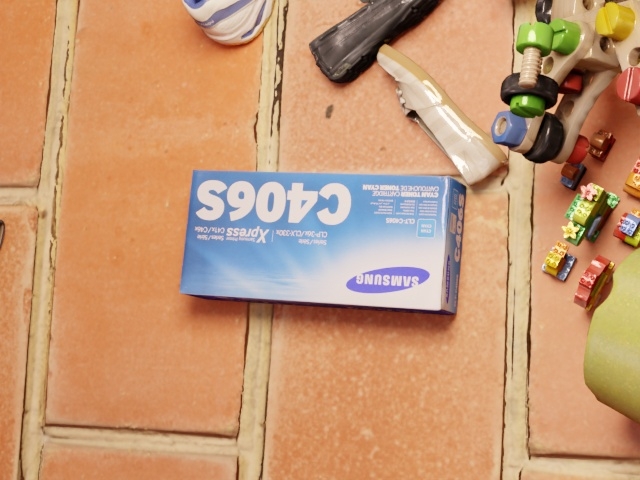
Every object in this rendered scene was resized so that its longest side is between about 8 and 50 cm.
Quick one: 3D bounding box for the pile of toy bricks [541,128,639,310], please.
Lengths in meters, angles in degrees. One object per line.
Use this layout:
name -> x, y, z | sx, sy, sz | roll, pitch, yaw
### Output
pile of toy bricks -> 0.314, -0.036, 1.477 | 0.118, 0.105, 0.212 | 28, 92, 23

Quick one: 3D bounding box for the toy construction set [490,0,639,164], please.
toy construction set -> 0.341, -0.208, 1.365 | 0.309, 0.257, 0.237 | 11, 75, -3

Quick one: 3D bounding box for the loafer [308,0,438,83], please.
loafer -> 0.079, -0.293, 1.627 | 0.223, 0.076, 0.078 | -40, 77, 15

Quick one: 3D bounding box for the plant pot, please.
plant pot -> 0.427, 0.124, 1.343 | 0.254, 0.276, 0.276 | 20, 89, 35

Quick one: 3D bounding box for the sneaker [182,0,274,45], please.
sneaker -> -0.093, -0.408, 1.685 | 0.112, 0.131, 0.296 | 13, 85, 25

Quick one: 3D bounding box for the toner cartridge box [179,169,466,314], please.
toner cartridge box -> 0.000, 0.000, 1.611 | 0.348, 0.075, 0.165 | 2, 83, 22

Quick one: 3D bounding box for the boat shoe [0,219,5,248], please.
boat shoe -> -0.474, 0.028, 1.811 | 0.038, 0.046, 0.125 | 7, 76, 27

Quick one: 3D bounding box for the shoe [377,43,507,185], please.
shoe -> 0.136, -0.156, 1.582 | 0.058, 0.076, 0.219 | -44, 71, 5
